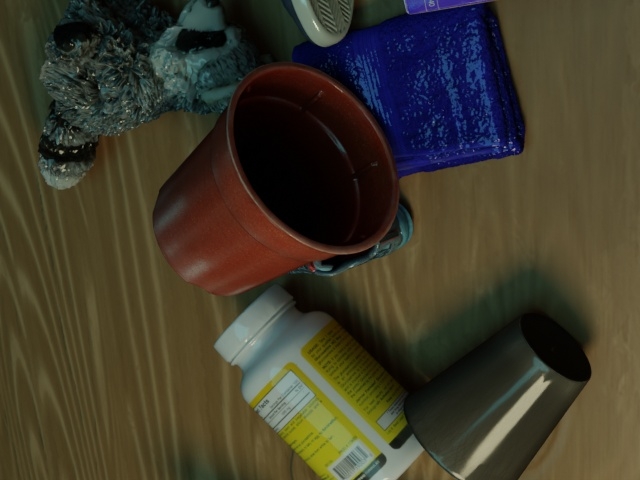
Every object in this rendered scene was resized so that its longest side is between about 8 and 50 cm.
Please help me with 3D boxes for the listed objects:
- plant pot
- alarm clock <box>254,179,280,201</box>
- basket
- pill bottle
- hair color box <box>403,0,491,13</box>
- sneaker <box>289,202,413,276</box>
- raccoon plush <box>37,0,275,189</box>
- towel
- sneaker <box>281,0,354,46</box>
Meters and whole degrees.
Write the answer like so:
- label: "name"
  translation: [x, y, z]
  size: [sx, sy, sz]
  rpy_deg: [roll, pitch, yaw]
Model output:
- label: "plant pot"
  translation: [-0.079, -0.060, 1.477]
  size: [0.265, 0.272, 0.272]
  rpy_deg: [-33, 92, 46]
- label: "alarm clock"
  translation: [-0.088, -0.106, 1.646]
  size: [0.129, 0.064, 0.192]
  rpy_deg: [35, 125, 11]
- label: "basket"
  translation: [0.265, 0.224, 1.542]
  size: [0.204, 0.154, 0.227]
  rpy_deg: [42, 119, 6]
- label: "pill bottle"
  translation: [0.002, 0.231, 1.656]
  size: [0.334, 0.188, 0.188]
  rpy_deg: [45, 123, 5]
- label: "hair color box"
  translation: [0.273, -0.350, 1.254]
  size: [0.339, 0.185, 0.110]
  rpy_deg: [-7, 108, 22]
- label: "sneaker"
  translation: [0.000, 0.000, 1.600]
  size: [0.262, 0.125, 0.104]
  rpy_deg: [-15, 102, 31]
- label: "raccoon plush"
  translation: [-0.246, -0.207, 1.655]
  size: [0.299, 0.216, 0.446]
  rpy_deg: [28, 145, 2]
- label: "towel"
  translation: [0.112, -0.193, 1.494]
  size: [0.308, 0.076, 0.227]
  rpy_deg: [-10, 105, 31]
- label: "sneaker"
  translation: [-0.077, -0.417, 1.483]
  size: [0.148, 0.131, 0.350]
  rpy_deg: [-20, 94, 39]
